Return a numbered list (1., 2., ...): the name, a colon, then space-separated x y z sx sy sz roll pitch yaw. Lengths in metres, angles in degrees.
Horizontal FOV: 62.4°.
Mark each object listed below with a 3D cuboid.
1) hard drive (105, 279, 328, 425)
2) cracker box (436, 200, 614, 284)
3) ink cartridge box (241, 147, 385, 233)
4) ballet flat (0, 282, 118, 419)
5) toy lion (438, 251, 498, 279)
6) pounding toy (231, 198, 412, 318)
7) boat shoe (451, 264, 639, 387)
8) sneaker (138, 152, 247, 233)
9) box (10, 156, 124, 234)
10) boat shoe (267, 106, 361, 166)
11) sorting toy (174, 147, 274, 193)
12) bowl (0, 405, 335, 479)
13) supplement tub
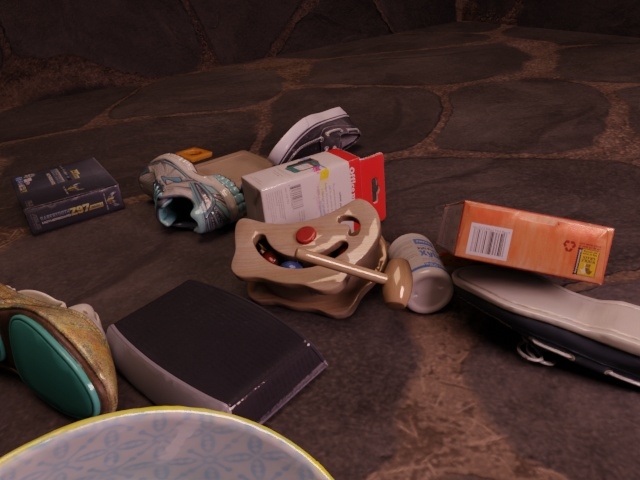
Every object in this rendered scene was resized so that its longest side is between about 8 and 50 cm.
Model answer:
1. hard drive: -0.137 0.130 0.644 0.255 0.054 0.172 19 38 38
2. cracker box: 0.237 -0.002 0.665 0.156 0.067 0.232 11 5 7
3. ink cartridge box: -0.005 -0.069 0.890 0.231 0.134 0.078 -20 32 -25
4. ballet flat: -0.347 0.116 0.658 0.349 0.123 0.123 10 33 28
5. toy lion: 0.215 0.038 0.768 0.100 0.034 0.096 0 22 11
6. pounding toy: 0.000 0.000 0.707 0.270 0.154 0.154 7 56 22
7. boat shoe: 0.269 0.095 0.604 0.255 0.079 0.095 16 34 30
8. sneaker: -0.276 -0.087 1.005 0.283 0.110 0.122 18 41 36
9. box: -0.544 -0.104 1.131 0.184 0.059 0.233 -21 33 -26
10. boat shoe: 0.000 -0.214 1.182 0.102 0.108 0.301 44 36 5
11. sorting toy: -0.182 -0.139 1.141 0.196 0.047 0.348 -21 34 -37
12. bowl: -0.110 0.251 0.290 0.290 0.289 0.156 -33 -4 -39
13. supplement tub: 0.136 0.044 0.728 0.071 0.070 0.107 -7 30 -2
